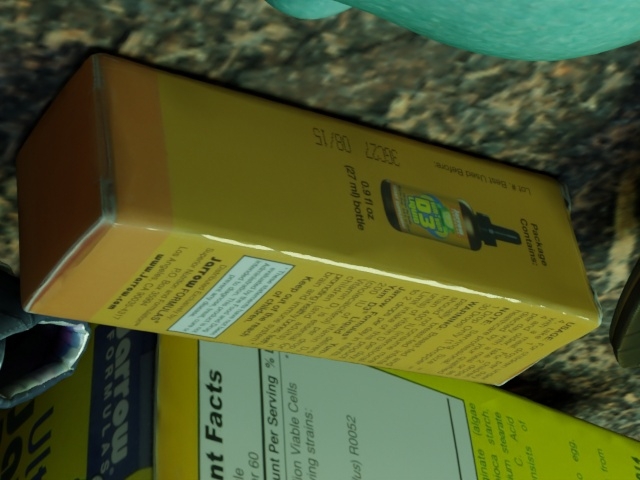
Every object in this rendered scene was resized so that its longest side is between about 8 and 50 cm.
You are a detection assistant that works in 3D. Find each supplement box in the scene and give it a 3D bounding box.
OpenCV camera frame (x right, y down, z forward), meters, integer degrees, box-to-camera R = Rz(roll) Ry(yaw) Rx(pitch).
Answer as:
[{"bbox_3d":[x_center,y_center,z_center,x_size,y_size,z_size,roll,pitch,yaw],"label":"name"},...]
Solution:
[{"bbox_3d":[0.000,0.000,0.592,0.233,0.078,0.080,11,143,-30],"label":"supplement box"},{"bbox_3d":[0.017,0.187,0.739,0.356,0.194,0.195,23,134,-29],"label":"supplement box"}]

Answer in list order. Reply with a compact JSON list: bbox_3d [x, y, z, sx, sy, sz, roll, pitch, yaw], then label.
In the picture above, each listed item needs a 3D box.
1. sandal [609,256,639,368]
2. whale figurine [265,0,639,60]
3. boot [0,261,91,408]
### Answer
[{"bbox_3d":[0.168,-0.030,0.619,0.090,0.060,0.219,-11,135,-10],"label":"sandal"},{"bbox_3d":[-0.001,-0.113,0.344,0.272,0.141,0.216,-5,149,-7],"label":"whale figurine"},{"bbox_3d":[-0.159,0.027,0.522,0.086,0.069,0.190,23,-168,18],"label":"boot"}]
